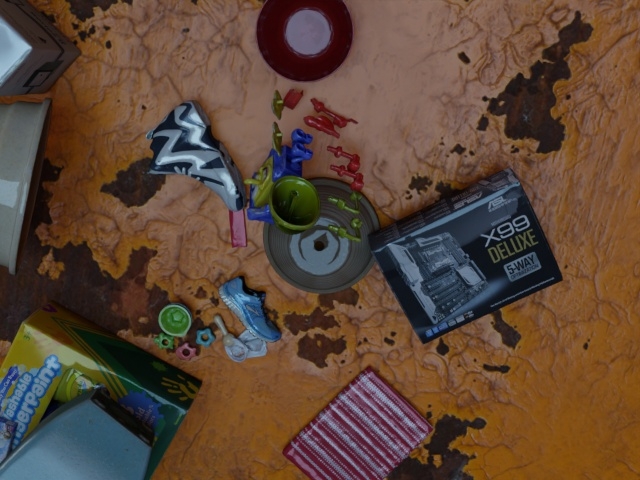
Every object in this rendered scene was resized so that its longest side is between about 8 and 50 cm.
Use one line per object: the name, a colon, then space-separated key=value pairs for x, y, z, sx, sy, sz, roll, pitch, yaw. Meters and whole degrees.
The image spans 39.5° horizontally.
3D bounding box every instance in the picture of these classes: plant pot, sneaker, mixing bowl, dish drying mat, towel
plant pot: x=-0.671 y=-0.129 z=1.609 sx=0.305 sy=0.334 sz=0.334 roll=12 pitch=104 yaw=-16
sneaker: x=-0.132 y=0.139 z=1.813 sx=0.073 sy=0.063 sz=0.162 roll=-41 pitch=98 yaw=8
plant pot: x=0.000 y=0.000 z=1.750 sx=0.237 sy=0.110 sz=0.237 roll=1 pitch=104 yaw=4
mixing bowl: x=-0.026 y=-0.388 z=1.668 sx=0.181 sy=0.098 sz=0.182 roll=1 pitch=102 yaw=4
plant pot: x=-0.442 y=0.419 z=1.644 sx=0.247 sy=0.248 sz=0.252 roll=39 pitch=84 yaw=-6
sneaker: x=-0.255 y=-0.139 z=1.742 sx=0.153 sy=0.094 sz=0.235 roll=-28 pitch=99 yaw=10
dish drying mat: x=-0.167 y=-0.027 z=1.805 sx=0.032 sy=0.008 sz=0.083 roll=-3 pitch=103 yaw=5
towel: x=0.077 y=0.422 z=1.881 sx=0.199 sy=0.031 sz=0.275 roll=44 pitch=100 yaw=-4

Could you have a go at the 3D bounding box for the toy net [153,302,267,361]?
toy net: x=-0.227 y=0.211 z=1.843 sx=0.232 sy=0.045 sz=0.122 roll=20 pitch=103 yaw=-1

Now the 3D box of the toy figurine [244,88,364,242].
toy figurine: x=-0.054 y=-0.083 z=1.670 sx=0.191 sy=0.363 sz=0.217 roll=19 pitch=134 yaw=-23

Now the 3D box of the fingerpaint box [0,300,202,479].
fingerpaint box: x=-0.516 y=0.414 z=1.846 sx=0.371 sy=0.163 sz=0.445 roll=30 pitch=103 yaw=-3

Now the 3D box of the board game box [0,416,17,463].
board game box: x=-0.651 y=0.388 z=1.759 sx=0.090 sy=0.020 sz=0.090 roll=19 pitch=104 yaw=4

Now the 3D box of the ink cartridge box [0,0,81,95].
ink cartridge box: x=-0.584 y=-0.374 z=1.610 sx=0.211 sy=0.289 sz=0.121 roll=44 pitch=99 yaw=-7

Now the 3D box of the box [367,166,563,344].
box: x=0.280 y=0.032 z=1.726 sx=0.307 sy=0.076 sz=0.242 roll=-25 pitch=117 yaw=9
